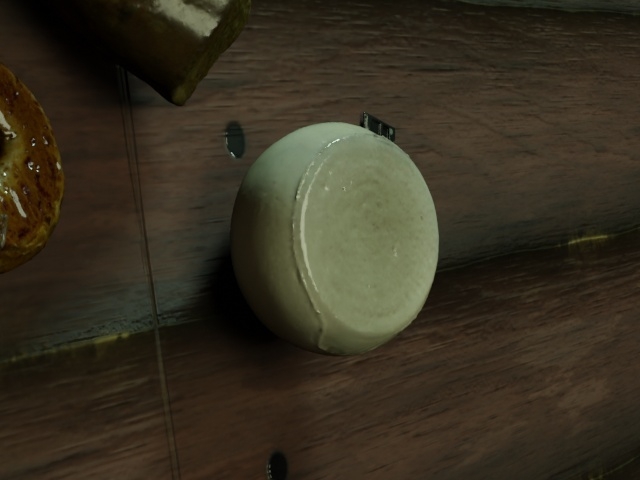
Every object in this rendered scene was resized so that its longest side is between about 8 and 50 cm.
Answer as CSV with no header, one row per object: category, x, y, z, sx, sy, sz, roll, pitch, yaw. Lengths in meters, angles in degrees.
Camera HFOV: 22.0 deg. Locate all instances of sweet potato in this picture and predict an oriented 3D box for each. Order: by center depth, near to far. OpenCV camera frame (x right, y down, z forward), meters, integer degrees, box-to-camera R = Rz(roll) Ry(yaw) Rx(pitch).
sweet potato,-0.184,-0.254,1.402,0.370,0.158,0.158,42,51,-37

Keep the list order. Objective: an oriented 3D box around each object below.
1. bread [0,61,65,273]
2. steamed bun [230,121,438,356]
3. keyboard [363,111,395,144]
bread,-0.276,-0.059,1.293,0.193,0.064,0.193,28,55,-50
steamed bun,0.000,0.000,1.633,0.232,0.145,0.232,4,84,-43
keyboard,0.064,-0.040,1.865,0.067,0.011,0.202,21,67,-53
